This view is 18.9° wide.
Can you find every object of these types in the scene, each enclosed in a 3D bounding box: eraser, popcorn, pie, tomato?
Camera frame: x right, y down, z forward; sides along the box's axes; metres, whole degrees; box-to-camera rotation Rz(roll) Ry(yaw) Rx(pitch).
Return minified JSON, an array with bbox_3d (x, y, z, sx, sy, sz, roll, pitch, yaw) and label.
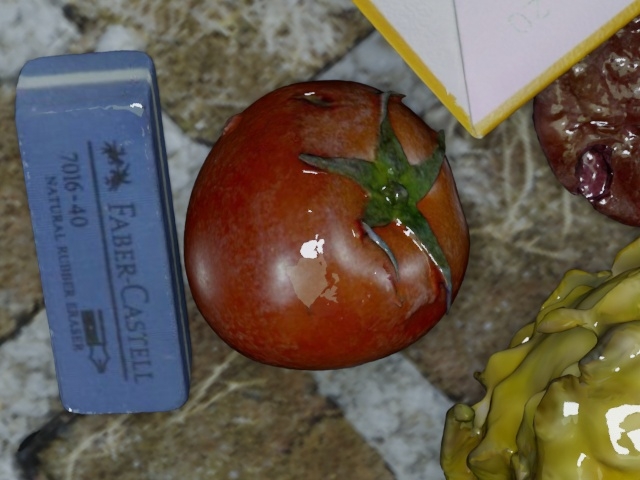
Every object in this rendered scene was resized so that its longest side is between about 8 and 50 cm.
[{"bbox_3d":[-0.128,-0.002,1.156,0.082,0.036,0.225,-2,115,6],"label":"eraser"},{"bbox_3d":[0.176,0.106,1.074,0.190,0.250,0.250,32,113,3],"label":"popcorn"},{"bbox_3d":[0.196,-0.079,1.103,0.153,0.038,0.154,0,114,0],"label":"pie"},{"bbox_3d":[0.000,0.000,1.093,0.167,0.167,0.167,1,115,3],"label":"tomato"}]

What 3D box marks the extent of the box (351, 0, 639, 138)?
[{"bbox_3d":[0.102,-0.256,0.929,0.283,0.214,0.259,-38,105,17],"label":"box"}]
